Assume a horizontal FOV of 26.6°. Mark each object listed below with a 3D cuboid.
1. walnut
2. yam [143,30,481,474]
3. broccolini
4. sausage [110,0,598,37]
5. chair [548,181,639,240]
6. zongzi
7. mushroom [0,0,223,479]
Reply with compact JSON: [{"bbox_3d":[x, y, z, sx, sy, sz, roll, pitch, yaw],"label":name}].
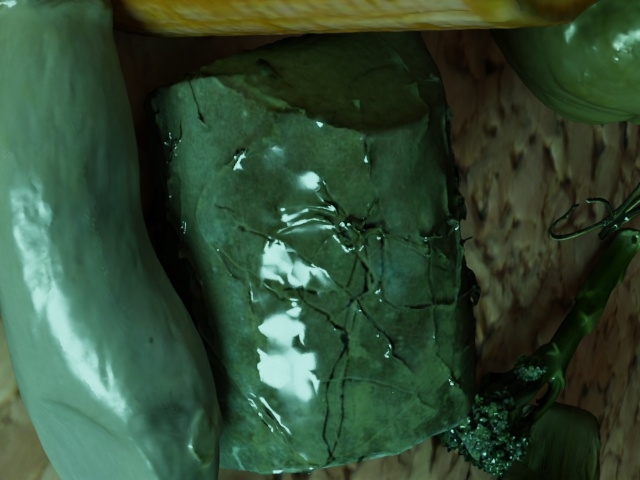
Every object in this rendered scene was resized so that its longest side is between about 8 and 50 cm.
[{"bbox_3d":[0.282,-0.229,1.117,0.253,0.282,0.276,-1,99,-61],"label":"walnut"},{"bbox_3d":[0.002,0.001,0.871,0.202,0.201,0.271,-30,114,-48],"label":"yam"},{"bbox_3d":[0.229,0.081,1.294,0.079,0.074,0.392,42,46,0],"label":"broccolini"},{"bbox_3d":[0.001,-0.225,0.728,0.233,0.287,0.233,-6,98,-52],"label":"sausage"},{"bbox_3d":[0.325,-0.159,1.322,0.326,0.170,0.160,-45,160,26],"label":"chair"},{"bbox_3d":[0.200,0.231,1.219,0.197,0.099,0.194,73,34,-71],"label":"zongzi"},{"bbox_3d":[-0.129,0.022,0.766,0.109,0.097,0.351,-25,115,-30],"label":"mushroom"}]
